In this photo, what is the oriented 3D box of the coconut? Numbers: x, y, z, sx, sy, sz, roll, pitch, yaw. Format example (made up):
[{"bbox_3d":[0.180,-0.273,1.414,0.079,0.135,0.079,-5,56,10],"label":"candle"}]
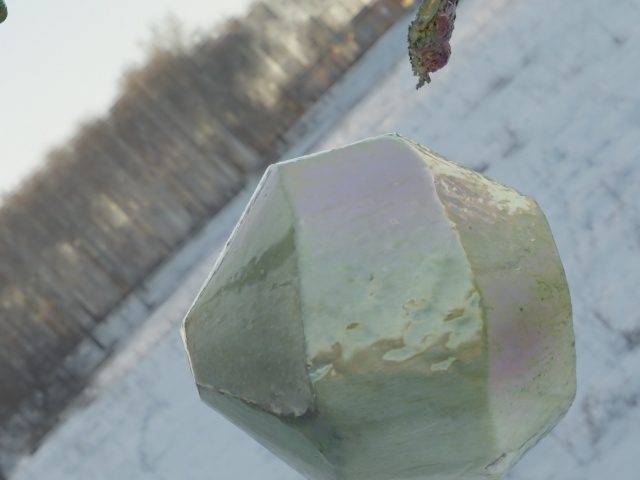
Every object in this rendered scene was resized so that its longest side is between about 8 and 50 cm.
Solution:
[{"bbox_3d":[0.032,0.059,1.081,0.259,0.259,0.259,-45,3,3],"label":"coconut"}]

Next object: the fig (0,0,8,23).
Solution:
[{"bbox_3d":[-0.506,-0.278,2.239,0.186,0.142,0.148,-8,19,-30],"label":"fig"}]

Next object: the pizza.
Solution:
[{"bbox_3d":[0.100,-0.185,1.334,0.100,0.029,0.099,84,-152,-65],"label":"pizza"}]
